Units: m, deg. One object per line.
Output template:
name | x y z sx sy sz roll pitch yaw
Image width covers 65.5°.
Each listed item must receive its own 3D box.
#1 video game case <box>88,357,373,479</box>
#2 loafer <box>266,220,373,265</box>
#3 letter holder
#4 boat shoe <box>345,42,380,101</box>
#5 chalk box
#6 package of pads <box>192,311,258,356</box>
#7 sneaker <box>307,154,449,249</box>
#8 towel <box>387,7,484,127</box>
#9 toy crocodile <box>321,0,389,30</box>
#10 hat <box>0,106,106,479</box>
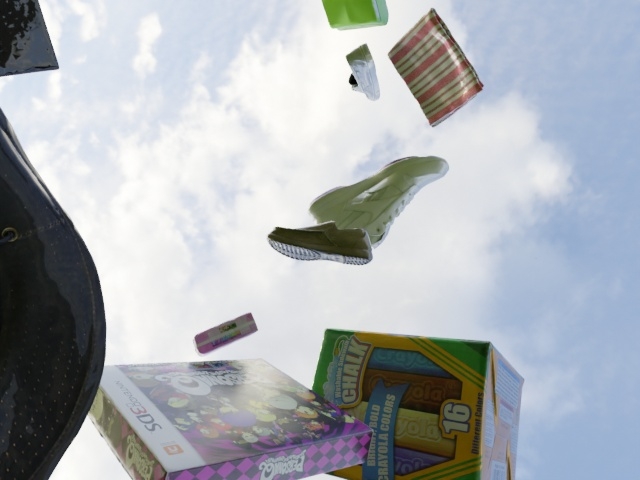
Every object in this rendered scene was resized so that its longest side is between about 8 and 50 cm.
video game case | -0.098 0.178 0.509 0.210 0.232 0.042 17 -85 48
loafer | 0.000 0.000 0.682 0.147 0.056 0.050 10 -113 -4
letter holder | -0.731 -0.388 0.979 0.214 0.301 0.152 6 -64 33
boat shoe | 0.091 -0.358 1.093 0.063 0.184 0.066 -20 -101 7
chalk box | 0.095 0.228 0.656 0.288 0.180 0.179 0 -115 34
package of pads | -0.127 0.125 0.659 0.083 0.050 0.032 -22 -96 -21
sneaker | 0.132 -0.071 1.035 0.305 0.114 0.152 -25 -101 8
towel | 0.229 -0.348 1.017 0.197 0.029 0.144 58 -39 3
toy crocodile | -0.007 -0.357 0.459 0.115 0.341 0.105 4 -128 34
hat | -0.291 0.038 0.268 0.133 0.331 0.332 -13 -97 24
